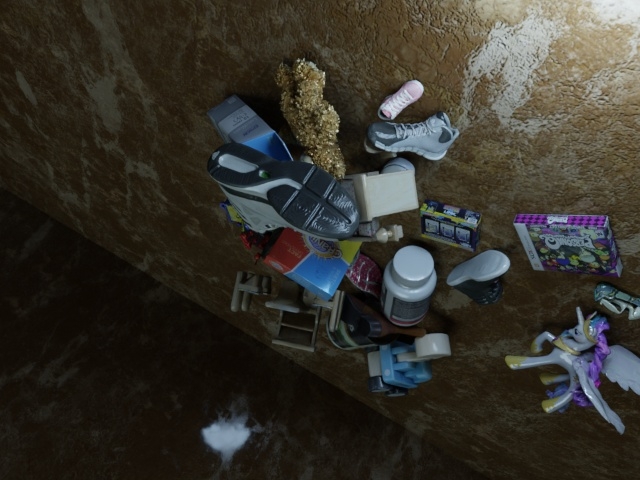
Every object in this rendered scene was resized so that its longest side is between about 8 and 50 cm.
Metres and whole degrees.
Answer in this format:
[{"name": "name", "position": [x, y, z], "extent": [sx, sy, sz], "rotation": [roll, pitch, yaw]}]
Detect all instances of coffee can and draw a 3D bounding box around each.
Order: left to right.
[{"name": "coffee can", "position": [0.175, 0.339, 2.397], "extent": [0.201, 0.201, 0.275], "rotation": [38, 152, -14]}]

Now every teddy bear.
[{"name": "teddy bear", "position": [-0.037, -0.308, 1.536], "extent": [0.245, 0.113, 0.338], "rotation": [22, 130, 37]}]

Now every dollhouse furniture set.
[{"name": "dollhouse furniture set", "position": [-0.105, 0.277, 2.147], "extent": [0.362, 0.256, 0.394], "rotation": [10, 176, 9]}, {"name": "dollhouse furniture set", "position": [0.077, -0.138, 1.616], "extent": [0.356, 0.174, 0.303], "rotation": [2, 101, 55]}]

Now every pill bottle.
[{"name": "pill bottle", "position": [0.299, 0.153, 1.991], "extent": [0.176, 0.176, 0.318], "rotation": [23, 152, 15]}]

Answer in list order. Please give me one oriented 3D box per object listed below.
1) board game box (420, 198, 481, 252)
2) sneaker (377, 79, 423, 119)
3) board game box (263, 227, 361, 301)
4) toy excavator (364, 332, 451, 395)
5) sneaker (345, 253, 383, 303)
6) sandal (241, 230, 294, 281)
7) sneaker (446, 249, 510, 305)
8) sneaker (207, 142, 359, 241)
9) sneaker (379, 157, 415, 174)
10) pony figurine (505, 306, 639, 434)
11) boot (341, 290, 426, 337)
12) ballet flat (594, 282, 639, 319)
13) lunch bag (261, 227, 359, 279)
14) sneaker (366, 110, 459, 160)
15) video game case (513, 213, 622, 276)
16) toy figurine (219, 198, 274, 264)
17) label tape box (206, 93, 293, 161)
[{"name": "board game box", "position": [0.383, -0.043, 1.722], "extent": [0.170, 0.048, 0.141], "rotation": [18, 152, 22]}, {"name": "sneaker", "position": [0.189, -0.331, 1.409], "extent": [0.051, 0.070, 0.134], "rotation": [43, 149, -18]}, {"name": "board game box", "position": [0.000, 0.000, 1.880], "extent": [0.242, 0.316, 0.064], "rotation": [32, 153, -4]}, {"name": "toy excavator", "position": [0.382, 0.485, 2.415], "extent": [0.445, 0.222, 0.433], "rotation": [-19, 152, 29]}, {"name": "sneaker", "position": [0.177, 0.160, 2.186], "extent": [0.299, 0.120, 0.112], "rotation": [42, 154, -23]}, {"name": "sandal", "position": [-0.137, 0.087, 2.387], "extent": [0.446, 0.107, 0.167], "rotation": [30, 153, 2]}, {"name": "sneaker", "position": [0.525, 0.120, 1.802], "extent": [0.147, 0.104, 0.296], "rotation": [33, 159, -8]}, {"name": "sneaker", "position": [-0.082, -0.093, 1.589], "extent": [0.448, 0.169, 0.257], "rotation": [28, 161, 20]}, {"name": "sneaker", "position": [0.191, -0.146, 1.691], "extent": [0.094, 0.091, 0.258], "rotation": [32, 153, -3]}, {"name": "pony figurine", "position": [0.811, 0.407, 1.817], "extent": [0.351, 0.303, 0.363], "rotation": [53, 140, 12]}, {"name": "boot", "position": [0.223, 0.274, 2.192], "extent": [0.280, 0.096, 0.264], "rotation": [6, -165, -36]}, {"name": "ballet flat", "position": [0.848, 0.184, 1.621], "extent": [0.188, 0.070, 0.070], "rotation": [24, 152, 13]}, {"name": "lunch bag", "position": [-0.029, 0.026, 2.071], "extent": [0.256, 0.212, 0.305], "rotation": [35, 151, -14]}, {"name": "sneaker", "position": [0.233, -0.273, 1.410], "extent": [0.229, 0.086, 0.132], "rotation": [6, 149, -25]}, {"name": "video game case", "position": [0.655, 0.012, 1.549], "extent": [0.232, 0.041, 0.210], "rotation": [4, 144, 41]}, {"name": "toy figurine", "position": [-0.305, -0.102, 2.168], "extent": [0.217, 0.191, 0.362], "rotation": [24, 151, 24]}, {"name": "label tape box", "position": [-0.176, -0.242, 1.710], "extent": [0.347, 0.115, 0.249], "rotation": [50, 172, 44]}]
